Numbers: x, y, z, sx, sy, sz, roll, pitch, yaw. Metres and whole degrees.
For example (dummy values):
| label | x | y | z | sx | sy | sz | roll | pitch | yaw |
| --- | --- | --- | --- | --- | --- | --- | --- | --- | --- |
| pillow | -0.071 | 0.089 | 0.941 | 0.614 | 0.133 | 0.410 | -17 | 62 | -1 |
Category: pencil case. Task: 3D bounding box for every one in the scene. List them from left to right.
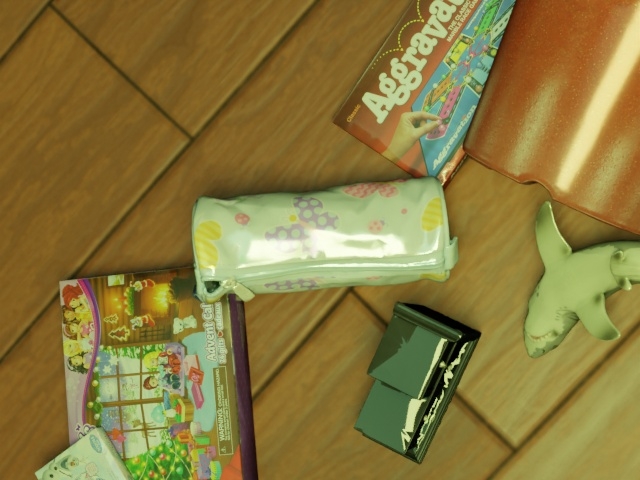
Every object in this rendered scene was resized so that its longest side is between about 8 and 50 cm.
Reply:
| label | x | y | z | sx | sy | sz | roll | pitch | yaw |
| --- | --- | --- | --- | --- | --- | --- | --- | --- | --- |
| pencil case | 0.000 | 0.000 | 1.233 | 0.273 | 0.124 | 0.113 | -6 | 109 | -3 |

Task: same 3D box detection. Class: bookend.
| label | x | y | z | sx | sy | sz | roll | pitch | yaw |
| --- | --- | --- | --- | --- | --- | --- | --- | --- | --- |
| bookend | 0.090 | 0.147 | 1.210 | 0.072 | 0.157 | 0.156 | 25 | 91 | 15 |

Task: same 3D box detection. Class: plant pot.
| label | x | y | z | sx | sy | sz | roll | pitch | yaw |
| --- | --- | --- | --- | --- | --- | --- | --- | --- | --- |
| plant pot | 0.279 | -0.164 | 1.148 | 0.272 | 0.272 | 0.265 | 28 | 101 | 15 |

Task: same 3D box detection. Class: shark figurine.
| label | x | y | z | sx | sy | sz | roll | pitch | yaw |
| --- | --- | --- | --- | --- | --- | --- | --- | --- | --- |
| shark figurine | 0.314 | 0.036 | 1.159 | 0.278 | 0.116 | 0.166 | -1 | 98 | 52 |

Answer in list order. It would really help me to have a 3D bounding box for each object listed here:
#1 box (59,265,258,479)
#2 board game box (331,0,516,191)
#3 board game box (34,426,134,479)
| label | x | y | z | sx | sy | sz | roll | pitch | yaw |
| --- | --- | --- | --- | --- | --- | --- | --- | --- | --- |
| box | -0.178 | 0.179 | 1.326 | 0.201 | 0.057 | 0.293 | -7 | 84 | 14 |
| board game box | 0.149 | -0.205 | 1.291 | 0.145 | 0.027 | 0.281 | 35 | 94 | 15 |
| board game box | -0.250 | 0.264 | 1.297 | 0.090 | 0.020 | 0.090 | -37 | 76 | 12 |
